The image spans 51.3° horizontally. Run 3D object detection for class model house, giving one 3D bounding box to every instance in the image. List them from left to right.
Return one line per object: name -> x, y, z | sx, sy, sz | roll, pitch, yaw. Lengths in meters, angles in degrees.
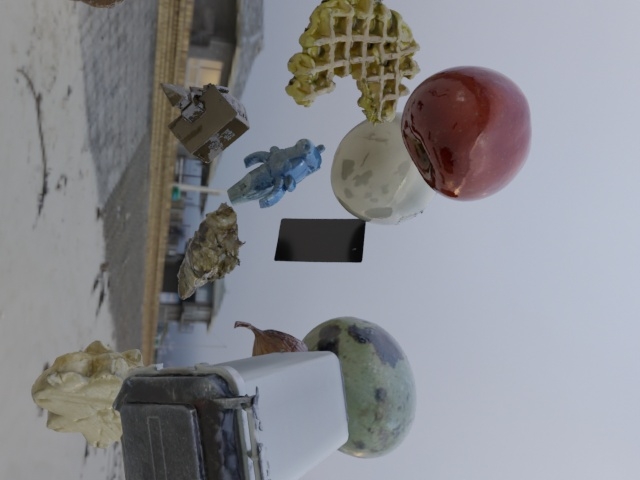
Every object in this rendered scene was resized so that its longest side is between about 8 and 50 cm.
model house -> -0.340, -0.366, 1.796 | 0.181, 0.248, 0.176 | -35, -130, 17

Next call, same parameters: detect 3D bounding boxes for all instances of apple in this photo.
apple -> 0.281, -0.210, 1.290 | 0.260, 0.217, 0.260 | 62, -8, 15

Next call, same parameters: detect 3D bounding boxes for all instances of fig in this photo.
fig -> -0.125, 0.247, 1.552 | 0.146, 0.201, 0.133 | -37, -169, 41

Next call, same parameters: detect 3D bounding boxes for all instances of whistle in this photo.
whistle -> -0.108, -0.165, 1.625 | 0.093, 0.269, 0.180 | 60, 3, -48

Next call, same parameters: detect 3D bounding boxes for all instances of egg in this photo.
egg -> 0.094, 0.412, 1.878 | 0.428, 0.345, 0.345 | -113, -150, -49

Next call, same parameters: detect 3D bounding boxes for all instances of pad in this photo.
pad -> 0.000, 0.000, 1.983 | 0.009, 0.265, 0.159 | 75, 19, -53

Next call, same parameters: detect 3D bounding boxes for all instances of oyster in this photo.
oyster -> -0.313, 0.037, 1.860 | 0.337, 0.133, 0.197 | 128, -29, -46

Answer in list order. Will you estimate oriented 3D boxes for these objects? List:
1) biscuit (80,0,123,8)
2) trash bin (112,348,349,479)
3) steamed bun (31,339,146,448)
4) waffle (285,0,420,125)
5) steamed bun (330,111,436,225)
biscuit -> -0.542, -0.664, 1.611 | 0.041, 0.290, 0.208 | 159, -67, -81
trash bin -> -0.110, 0.301, 1.094 | 0.296, 0.368, 0.255 | -10, -93, 35
steamed bun -> -0.459, 0.324, 1.421 | 0.292, 0.295, 0.137 | -31, -146, 25
waffle -> 0.042, -0.206, 0.784 | 0.051, 0.194, 0.149 | 36, -80, 37
steamed bun -> 0.167, -0.204, 1.795 | 0.324, 0.206, 0.324 | -25, -133, 30
